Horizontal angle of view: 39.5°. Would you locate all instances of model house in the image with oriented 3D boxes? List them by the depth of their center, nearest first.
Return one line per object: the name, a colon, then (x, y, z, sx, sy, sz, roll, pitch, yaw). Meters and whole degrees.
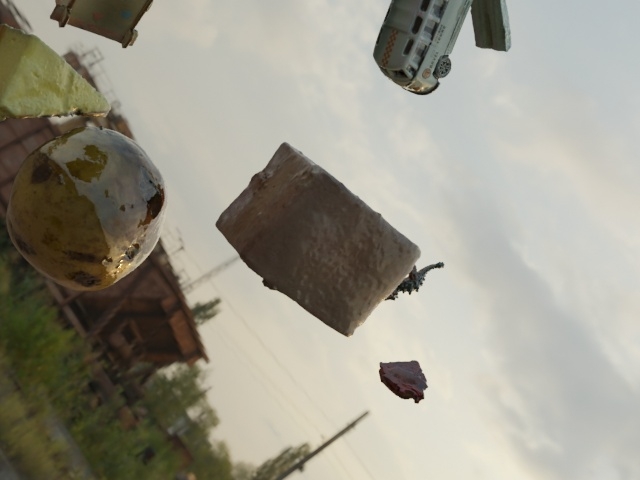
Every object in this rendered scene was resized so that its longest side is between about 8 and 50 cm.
model house: (-0.283, -0.473, 1.251, 0.244, 0.169, 0.326, -45, -127, 48)

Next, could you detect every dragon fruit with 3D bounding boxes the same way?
dragon fruit: (0.178, 0.312, 1.976, 0.063, 0.097, 0.131, 45, 13, -32)

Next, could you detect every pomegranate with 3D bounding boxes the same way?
pomegranate: (-0.401, -0.053, 1.533, 0.281, 0.281, 0.281, 50, -17, 22)

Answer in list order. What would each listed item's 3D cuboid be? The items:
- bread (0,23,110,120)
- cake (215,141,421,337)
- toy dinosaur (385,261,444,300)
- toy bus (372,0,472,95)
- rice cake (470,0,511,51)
bread: (-0.588, -0.290, 1.797, 0.263, 0.198, 0.236, 22, -8, 39)
cake: (0.000, 0.000, 1.654, 0.309, 0.230, 0.237, 35, 7, -27)
toy dinosaur: (0.192, 0.081, 1.863, 0.055, 0.154, 0.049, 59, -8, 19)
toy bus: (0.132, -0.283, 1.114, 0.089, 0.194, 0.087, 9, 18, -46)
rice cake: (0.351, -0.506, 1.872, 0.085, 0.040, 0.226, 11, -49, 36)
